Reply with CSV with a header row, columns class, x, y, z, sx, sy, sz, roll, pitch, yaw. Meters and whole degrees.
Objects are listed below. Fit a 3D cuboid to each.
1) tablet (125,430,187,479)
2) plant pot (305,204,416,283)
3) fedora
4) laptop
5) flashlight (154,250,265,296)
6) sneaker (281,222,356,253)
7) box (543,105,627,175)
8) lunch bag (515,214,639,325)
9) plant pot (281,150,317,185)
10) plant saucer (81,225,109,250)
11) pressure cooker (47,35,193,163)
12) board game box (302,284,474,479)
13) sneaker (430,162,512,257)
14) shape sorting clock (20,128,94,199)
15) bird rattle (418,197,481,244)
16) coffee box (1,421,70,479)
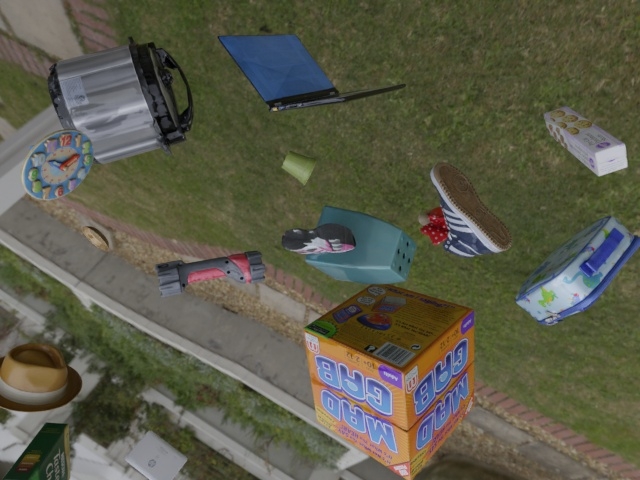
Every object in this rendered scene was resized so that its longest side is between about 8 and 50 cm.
class,x,y,z,sx,sy,sz,roll,pitch,yaw
tablet,-0.258,0.343,0.700,0.083,0.054,0.006,26,140,19
plant pot,0.117,0.025,1.174,0.234,0.166,0.165,10,164,38
fedora,-0.593,0.271,0.926,0.194,0.079,0.194,21,-166,-6
laptop,-0.014,-0.537,1.352,0.407,0.382,0.236,5,114,35
flashlight,-0.321,0.102,1.318,0.103,0.304,0.103,-123,30,-44
sneaker,0.000,0.000,1.087,0.178,0.072,0.077,3,168,12
box,0.656,-0.260,1.124,0.067,0.324,0.063,-19,118,16
lunch bag,0.489,0.058,0.851,0.090,0.219,0.176,46,155,14
plant pot,-0.061,-0.204,1.212,0.079,0.083,0.083,26,151,-7
plant saucer,-0.561,-0.008,1.118,0.083,0.015,0.083,23,143,19
pressure cooker,-0.667,-0.485,1.574,0.375,0.420,0.370,-119,12,-51
board game box,0.215,0.385,1.340,0.356,0.356,0.356,13,120,44
sneaker,0.356,-0.066,1.177,0.282,0.099,0.153,48,152,-5
shape sorting clock,-0.671,-0.193,1.150,0.040,0.206,0.206,29,151,12
bird rattle,0.430,-0.061,1.539,0.207,0.253,0.143,27,131,57
coffee box,-0.427,0.372,0.656,0.040,0.113,0.184,4,-167,-7
